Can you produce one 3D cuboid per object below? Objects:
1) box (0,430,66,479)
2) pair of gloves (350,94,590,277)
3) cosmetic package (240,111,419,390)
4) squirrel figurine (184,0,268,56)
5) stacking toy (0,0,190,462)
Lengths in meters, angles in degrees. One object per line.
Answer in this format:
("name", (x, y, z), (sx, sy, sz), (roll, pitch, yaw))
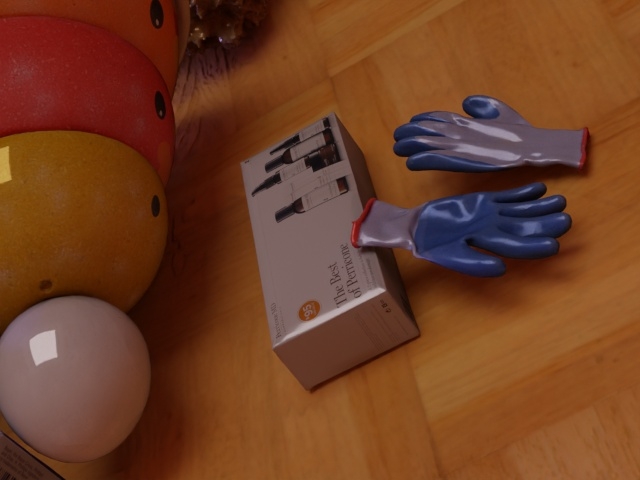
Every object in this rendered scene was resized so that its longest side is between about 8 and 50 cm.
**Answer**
("box", (-0.258, 0.190, 0.905), (0.137, 0.126, 0.072), (8, 57, 43))
("pair of gloves", (0.116, -0.047, 0.889), (0.159, 0.023, 0.198), (5, 44, 21))
("cosmetic package", (0.000, 0.000, 0.949), (0.099, 0.060, 0.239), (-30, 38, 12))
("squirrel figurine", (-0.162, -0.386, 1.314), (0.281, 0.370, 0.397), (167, 101, -68))
("stacking toy", (-0.235, -0.028, 0.992), (0.350, 0.350, 0.480), (-28, 57, 13))
